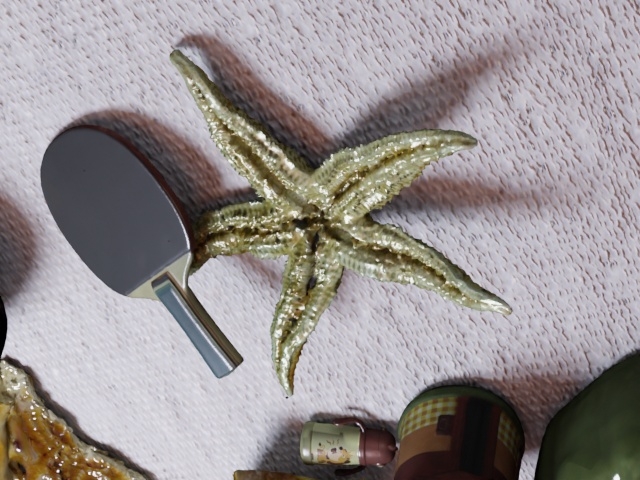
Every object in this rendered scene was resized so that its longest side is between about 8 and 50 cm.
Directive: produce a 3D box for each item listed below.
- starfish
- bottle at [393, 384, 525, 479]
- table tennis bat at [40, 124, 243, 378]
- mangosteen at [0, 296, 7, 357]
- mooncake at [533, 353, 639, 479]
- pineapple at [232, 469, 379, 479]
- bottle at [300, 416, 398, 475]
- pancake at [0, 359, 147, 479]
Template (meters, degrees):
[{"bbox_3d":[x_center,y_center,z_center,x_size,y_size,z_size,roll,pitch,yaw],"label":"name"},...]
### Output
[{"bbox_3d":[0.003,0.000,1.126,0.358,0.078,0.347,27,125,11],"label":"starfish"},{"bbox_3d":[0.115,0.270,1.203,0.156,0.271,0.143,-16,122,26],"label":"bottle"},{"bbox_3d":[-0.164,0.013,1.181,0.154,0.021,0.274,-32,96,41],"label":"table tennis bat"},{"bbox_3d":[-0.429,0.083,1.246,0.243,0.243,0.243,7,130,9],"label":"mangosteen"},{"bbox_3d":[0.374,0.275,1.195,0.356,0.194,0.356,7,131,8],"label":"mooncake"},{"bbox_3d":[-0.034,0.304,1.355,0.236,0.114,0.186,-29,144,32],"label":"pineapple"},{"bbox_3d":[0.031,0.215,1.329,0.101,0.047,0.063,2,139,11],"label":"bottle"},{"bbox_3d":[-0.305,0.260,1.445,0.244,0.057,0.266,15,130,1],"label":"pancake"}]
